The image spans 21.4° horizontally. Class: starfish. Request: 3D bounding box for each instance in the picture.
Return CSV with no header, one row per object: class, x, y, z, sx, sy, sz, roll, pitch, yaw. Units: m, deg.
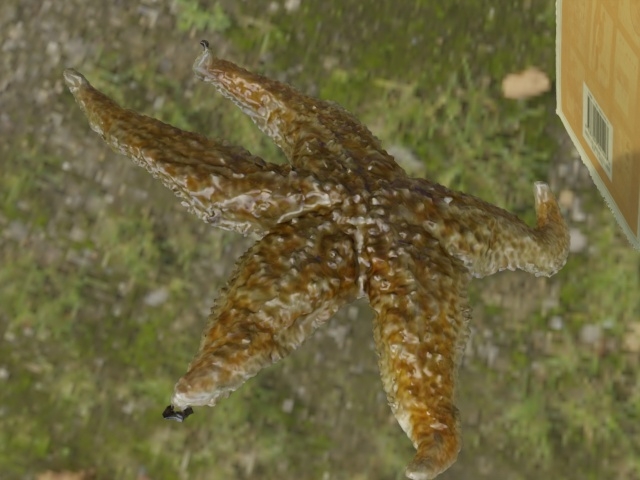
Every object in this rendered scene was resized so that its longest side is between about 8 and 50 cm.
starfish,0.001,-0.003,0.869,0.299,0.302,0.060,16,126,-10

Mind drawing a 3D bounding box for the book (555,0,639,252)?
book,0.186,-0.129,1.085,0.018,0.170,0.241,-13,134,-7
